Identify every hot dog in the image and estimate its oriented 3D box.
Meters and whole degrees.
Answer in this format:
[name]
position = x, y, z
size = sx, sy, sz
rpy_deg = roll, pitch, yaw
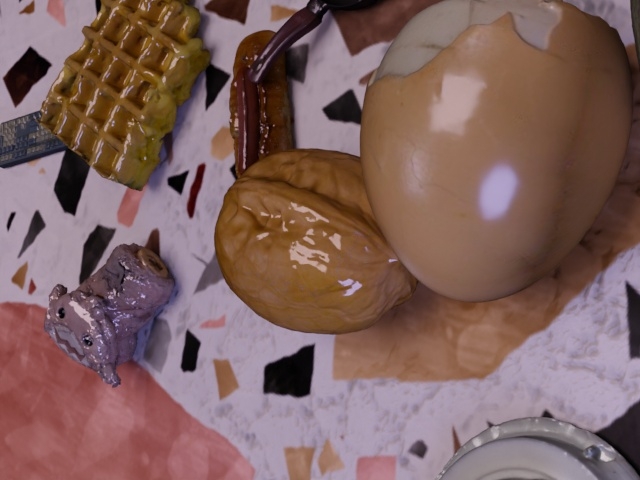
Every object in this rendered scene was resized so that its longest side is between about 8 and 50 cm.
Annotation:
[hot dog]
position = -0.060, -0.096, 1.369
size = 0.066, 0.047, 0.216
rpy_deg = -14, 73, 43

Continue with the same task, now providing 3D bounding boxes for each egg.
[egg]
position = 0.128, -0.072, 1.088
size = 0.201, 0.201, 0.244
rpy_deg = 20, 106, 43

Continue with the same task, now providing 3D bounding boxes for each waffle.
[waffle]
position = -0.193, -0.176, 1.495
size = 0.160, 0.055, 0.211
rpy_deg = 38, 102, 39

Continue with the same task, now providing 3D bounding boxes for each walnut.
[walnut]
position = 0.000, 0.000, 1.225
size = 0.206, 0.159, 0.159
rpy_deg = 16, 93, 49

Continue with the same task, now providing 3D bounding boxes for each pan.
[pan]
position = 0.006, -0.226, 1.334
size = 0.212, 0.040, 0.115
rpy_deg = -54, 52, 13

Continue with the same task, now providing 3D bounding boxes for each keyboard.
[keyboard]
position = -0.306, -0.123, 1.626
size = 0.176, 0.014, 0.055
rpy_deg = -11, 72, 41

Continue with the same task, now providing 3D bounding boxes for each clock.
[clock]
position = 0.153, 0.253, 1.103
size = 0.236, 0.053, 0.237
rpy_deg = -10, 76, 43

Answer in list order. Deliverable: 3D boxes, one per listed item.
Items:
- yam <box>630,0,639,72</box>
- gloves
[yam]
position = 0.273, -0.176, 1.033
size = 0.107, 0.107, 0.194
rpy_deg = -14, 73, 40
[gloves]
position = -0.214, 0.068, 1.455
size = 0.110, 0.094, 0.144
rpy_deg = 30, 95, 30
